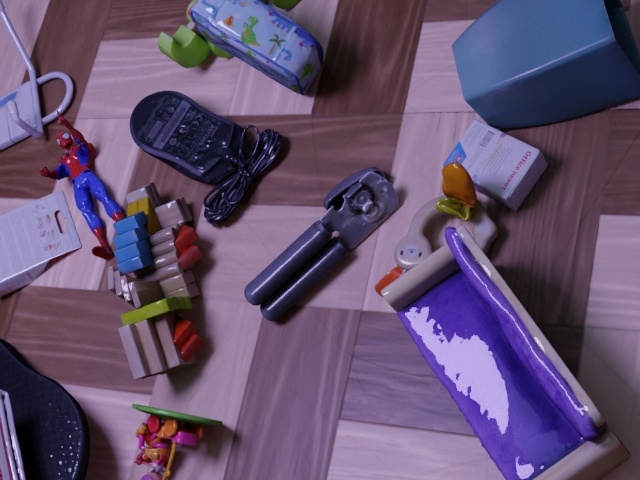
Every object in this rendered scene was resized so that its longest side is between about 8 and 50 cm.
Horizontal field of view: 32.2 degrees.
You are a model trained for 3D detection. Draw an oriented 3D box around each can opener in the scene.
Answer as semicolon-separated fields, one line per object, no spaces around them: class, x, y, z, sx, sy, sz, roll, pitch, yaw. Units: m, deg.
can opener;0.000;0.000;1.704;0.283;0.076;0.095;-42;23;4

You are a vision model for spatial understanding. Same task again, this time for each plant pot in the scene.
plant pot;0.323;-0.268;1.603;0.234;0.165;0.165;-23;59;25

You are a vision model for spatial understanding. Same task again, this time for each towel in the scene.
towel;-0.514;0.410;1.683;0.329;0.037;0.237;-50;49;37

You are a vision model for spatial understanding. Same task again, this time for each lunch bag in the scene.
lunch bag;-0.101;-0.330;1.807;0.219;0.176;0.090;32;86;8

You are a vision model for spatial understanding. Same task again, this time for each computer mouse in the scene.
computer mouse;-0.206;-0.153;1.872;0.272;0.072;0.188;34;83;22

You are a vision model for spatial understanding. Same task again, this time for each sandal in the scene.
sandal;-0.464;0.287;1.785;0.167;0.107;0.446;-52;43;-2

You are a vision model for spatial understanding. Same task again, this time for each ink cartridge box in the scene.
ink cartridge box;-0.522;0.004;1.982;0.179;0.045;0.145;-23;56;-6
ink cartridge box;0.257;-0.110;1.621;0.122;0.052;0.088;32;84;35

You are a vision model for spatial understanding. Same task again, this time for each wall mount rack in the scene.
wall mount rack;-0.655;-0.285;2.118;0.350;0.130;0.304;-25;58;14

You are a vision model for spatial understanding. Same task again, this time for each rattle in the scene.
rattle;0.149;0.000;1.577;0.199;0.143;0.130;-33;75;3

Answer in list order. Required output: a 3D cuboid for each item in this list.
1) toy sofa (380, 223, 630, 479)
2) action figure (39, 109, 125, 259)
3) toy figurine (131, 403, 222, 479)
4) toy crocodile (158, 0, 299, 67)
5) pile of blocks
toy sofa;0.228;0.163;1.434;0.150;0.177;0.362;-37;57;7
action figure;-0.425;-0.109;1.921;0.091;0.139;0.280;-36;54;6
toy figurine;-0.237;0.332;1.643;0.173;0.130;0.159;0;76;50
toy crocodile;-0.140;-0.430;1.940;0.340;0.105;0.115;-40;56;5
pile of blocks;-0.250;0.043;1.748;0.112;0.149;0.362;-21;59;17
